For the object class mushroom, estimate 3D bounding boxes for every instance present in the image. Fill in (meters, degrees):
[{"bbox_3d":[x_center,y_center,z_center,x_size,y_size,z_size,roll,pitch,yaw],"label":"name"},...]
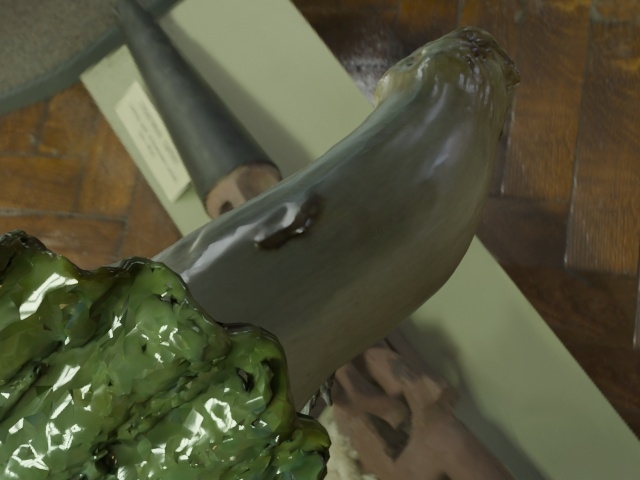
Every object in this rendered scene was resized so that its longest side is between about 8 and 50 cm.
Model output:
[{"bbox_3d":[0.001,-0.001,0.711,0.397,0.126,0.177,-38,35,-13],"label":"mushroom"}]

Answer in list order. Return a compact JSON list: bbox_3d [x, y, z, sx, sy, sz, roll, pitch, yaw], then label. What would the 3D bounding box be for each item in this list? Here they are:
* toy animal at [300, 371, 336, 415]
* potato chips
[{"bbox_3d":[-0.002,0.125,1.248,0.105,0.070,0.202,40,68,-13],"label":"toy animal"},{"bbox_3d":[-0.197,0.166,0.466,0.429,0.358,0.070,-46,20,15],"label":"potato chips"}]
